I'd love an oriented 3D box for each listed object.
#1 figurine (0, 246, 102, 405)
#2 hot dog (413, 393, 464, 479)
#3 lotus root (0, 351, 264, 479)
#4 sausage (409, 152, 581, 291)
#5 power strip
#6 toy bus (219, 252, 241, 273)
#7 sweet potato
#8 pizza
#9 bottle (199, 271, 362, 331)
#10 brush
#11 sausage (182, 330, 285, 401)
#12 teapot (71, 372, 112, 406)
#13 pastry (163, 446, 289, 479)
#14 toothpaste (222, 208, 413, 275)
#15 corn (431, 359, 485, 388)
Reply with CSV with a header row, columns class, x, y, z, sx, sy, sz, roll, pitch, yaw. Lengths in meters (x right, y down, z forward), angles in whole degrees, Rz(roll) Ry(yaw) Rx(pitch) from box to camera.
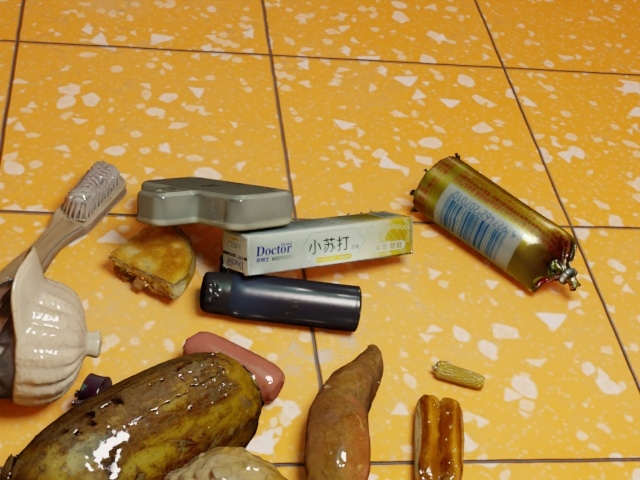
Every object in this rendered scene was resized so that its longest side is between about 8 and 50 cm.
class,x,y,z,sx,sy,sz,roll,pitch,yaw
figurine,-0.470,0.149,1.453,0.332,0.204,0.185,-20,45,8
hot dog,0.164,0.284,1.499,0.071,0.045,0.165,11,42,-3
lotus root,-0.235,0.268,1.326,0.397,0.196,0.179,-29,86,-41
sausage,0.309,-0.020,1.810,0.317,0.117,0.125,37,63,24
power strip,-0.192,-0.056,1.673,0.193,0.059,0.265,-8,13,-42
toy bus,-0.120,-0.001,1.750,0.065,0.047,0.166,17,44,0
sweet potato,0.033,0.241,1.485,0.097,0.097,0.292,13,41,2
pizza,-0.261,0.030,1.685,0.134,0.046,0.175,0,39,-5
bottle,-0.061,0.091,1.644,0.244,0.072,0.082,7,1,-5
brush,-0.407,-0.028,1.709,0.070,0.065,0.327,23,45,10
sausage,-0.125,0.179,1.540,0.154,0.062,0.062,25,44,14
teapot,-0.310,0.212,1.465,0.045,0.068,0.100,15,7,7
pastry,-0.048,0.360,1.182,0.136,0.330,0.329,-35,58,-22
toothpaste,0.000,0.000,1.700,0.313,0.071,0.089,-7,13,-33
corn,0.205,0.200,1.612,0.083,0.027,0.028,17,55,3
